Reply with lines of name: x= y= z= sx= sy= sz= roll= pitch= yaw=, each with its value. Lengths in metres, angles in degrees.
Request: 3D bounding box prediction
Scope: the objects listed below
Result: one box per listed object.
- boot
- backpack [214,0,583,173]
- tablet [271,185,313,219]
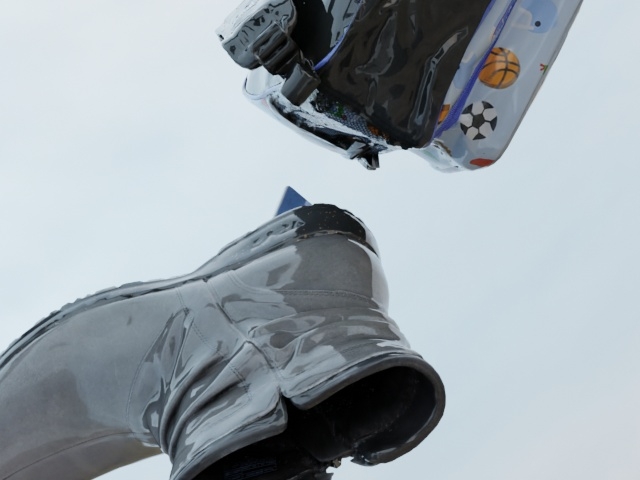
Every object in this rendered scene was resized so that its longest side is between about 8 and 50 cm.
boot: x=-0.095 y=0.112 z=0.964 sx=0.338 sy=0.223 sz=0.118 roll=-33 pitch=-63 yaw=10
backpack: x=0.057 y=-0.172 z=1.084 sx=0.276 sy=0.213 sz=0.263 roll=-58 pitch=20 yaw=-9
tablet: x=0.000 y=0.000 z=1.099 sx=0.006 sy=0.083 sz=0.054 roll=-41 pitch=17 yaw=34
